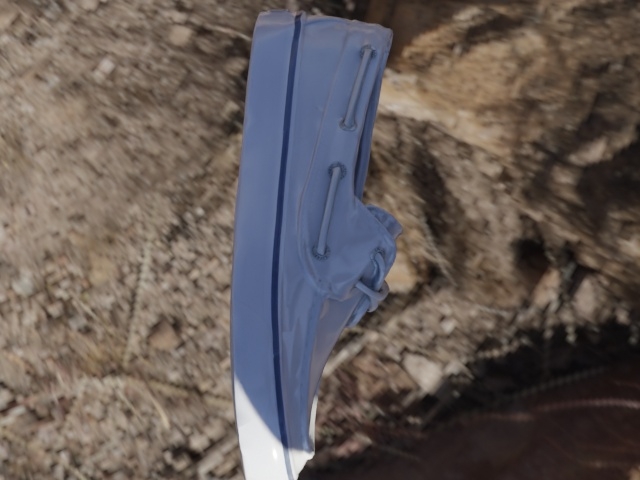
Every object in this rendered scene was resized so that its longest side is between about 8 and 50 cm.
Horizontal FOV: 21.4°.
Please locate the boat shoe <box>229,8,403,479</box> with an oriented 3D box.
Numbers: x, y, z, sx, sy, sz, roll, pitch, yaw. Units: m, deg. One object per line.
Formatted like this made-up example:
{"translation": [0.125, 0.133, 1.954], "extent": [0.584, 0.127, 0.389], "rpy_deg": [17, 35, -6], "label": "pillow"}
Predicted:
{"translation": [0.000, 0.000, 0.870], "extent": [0.084, 0.095, 0.258], "rpy_deg": [2, 76, 3], "label": "boat shoe"}
